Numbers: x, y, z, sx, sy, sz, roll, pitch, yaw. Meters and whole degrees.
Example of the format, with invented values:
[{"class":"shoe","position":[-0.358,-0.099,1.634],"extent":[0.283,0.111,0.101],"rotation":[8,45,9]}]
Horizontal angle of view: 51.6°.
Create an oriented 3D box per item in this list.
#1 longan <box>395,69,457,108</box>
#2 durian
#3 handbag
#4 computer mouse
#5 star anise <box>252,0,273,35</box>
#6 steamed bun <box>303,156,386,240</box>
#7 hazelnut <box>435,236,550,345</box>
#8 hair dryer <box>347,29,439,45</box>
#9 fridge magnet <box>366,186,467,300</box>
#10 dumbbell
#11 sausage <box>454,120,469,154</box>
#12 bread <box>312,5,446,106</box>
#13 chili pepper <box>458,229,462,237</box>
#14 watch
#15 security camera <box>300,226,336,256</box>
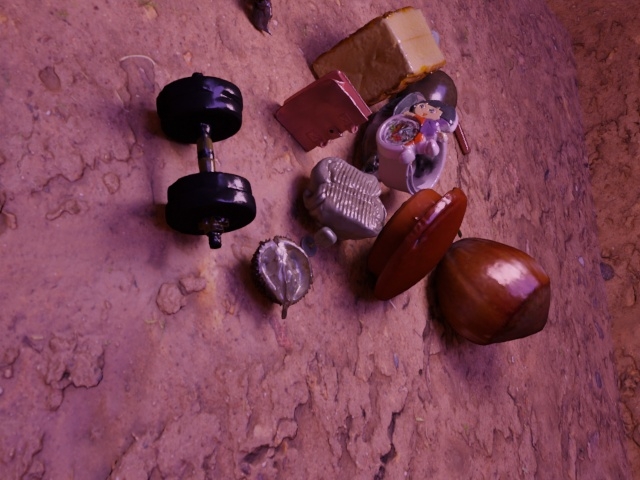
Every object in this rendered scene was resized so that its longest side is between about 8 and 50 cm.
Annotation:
[{"class":"longan","position":[0.348,-0.454,2.166],"extent":[0.198,0.198,0.212],"rotation":[46,73,-25]},{"class":"durian","position":[-0.097,0.083,1.476],"extent":[0.148,0.091,0.188],"rotation":[-1,77,-37]},{"class":"handbag","position":[0.006,-0.322,1.682],"extent":[0.157,0.213,0.059],"rotation":[50,42,-23]},{"class":"computer mouse","position":[0.204,-0.304,1.991],"extent":[0.389,0.115,0.199],"rotation":[-49,128,-27]},{"class":"star anise","position":[-0.229,-0.620,1.705],"extent":[0.228,0.218,0.148],"rotation":[4,101,-7]},{"class":"steamed bun","position":[0.055,-0.088,1.694],"extent":[0.218,0.144,0.211],"rotation":[22,50,-10]},{"class":"hazelnut","position":[0.517,0.149,2.010],"extent":[0.372,0.315,0.372],"rotation":[39,18,-16]},{"class":"hair dryer","position":[0.240,-0.638,2.185],"extent":[0.358,0.108,0.173],"rotation":[7,91,-35]},{"class":"fridge magnet","position":[0.251,0.005,1.750],"extent":[0.155,0.363,0.364],"rotation":[39,36,15]},{"class":"dumbbell","position":[-0.235,-0.170,1.356],"extent":[0.185,0.185,0.388],"rotation":[9,65,-47]},{"class":"sausage","position":[0.520,-0.386,2.459],"extent":[0.147,0.035,0.030],"rotation":[67,15,0]},{"class":"bread","position":[0.170,-0.515,1.912],"extent":[0.279,0.279,0.207],"rotation":[-34,99,-50]},{"class":"chili pepper","position":[0.323,-0.061,2.052],"extent":[0.369,0.092,0.137],"rotation":[-6,97,-44]},{"class":"watch","position":[0.288,-0.250,1.875],"extent":[0.244,0.196,0.231],"rotation":[-51,140,-20]},{"class":"security camera","position":[0.000,0.000,1.623],"extent":[0.058,0.092,0.058],"rotation":[26,53,-40]}]
